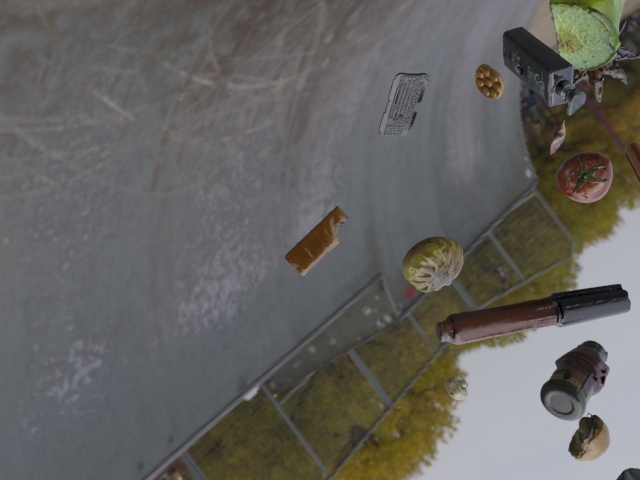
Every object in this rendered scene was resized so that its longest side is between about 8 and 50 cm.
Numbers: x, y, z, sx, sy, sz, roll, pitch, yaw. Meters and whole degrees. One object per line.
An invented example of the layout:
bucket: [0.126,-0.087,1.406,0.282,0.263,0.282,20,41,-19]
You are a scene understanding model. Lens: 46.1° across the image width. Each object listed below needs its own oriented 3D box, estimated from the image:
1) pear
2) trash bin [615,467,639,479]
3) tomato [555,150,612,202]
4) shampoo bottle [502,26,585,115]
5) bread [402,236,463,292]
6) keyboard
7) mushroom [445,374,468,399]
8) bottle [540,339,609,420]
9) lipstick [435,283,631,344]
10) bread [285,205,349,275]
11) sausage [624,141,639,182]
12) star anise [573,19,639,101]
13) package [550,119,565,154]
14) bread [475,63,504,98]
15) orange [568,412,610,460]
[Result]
pear: [0.713,-0.613,1.965,0.159,0.293,0.292,8,-158,28]
trash bin: [0.668,0.682,1.659,0.302,0.252,0.203,-62,-178,24]
tomato: [0.813,-0.195,2.321,0.167,0.167,0.167,-36,178,-1]
shampoo bottle: [0.511,-0.385,1.715,0.071,0.098,0.309,-15,-142,-8]
bread: [0.350,0.077,2.297,0.213,0.105,0.213,-15,138,-14]
keyboard: [0.240,-0.390,2.185,0.106,0.016,0.262,-2,148,-11]
mushroom: [0.442,0.473,2.419,0.067,0.084,0.083,-31,180,20]
bottle: [0.741,0.393,2.176,0.156,0.143,0.271,17,-142,32]
lipstick: [0.457,0.160,1.624,0.418,0.077,0.077,-10,176,-3]
bread: [0.000,0.000,2.217,0.226,0.088,0.049,-42,-176,15]
sausage: [0.813,-0.182,1.885,0.053,0.053,0.348,-37,-167,25]
star anise: [0.809,-0.547,2.209,0.272,0.272,0.102,-37,171,10]
package: [0.629,-0.273,1.984,0.083,0.029,0.059,-58,154,-12]
bread: [0.487,-0.458,2.170,0.024,0.110,0.110,-35,178,-22]
orange: [0.889,0.653,2.468,0.170,0.112,0.160,51,58,-72]
